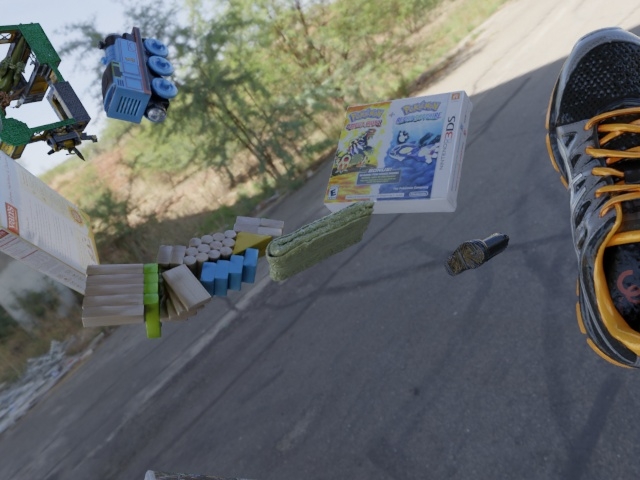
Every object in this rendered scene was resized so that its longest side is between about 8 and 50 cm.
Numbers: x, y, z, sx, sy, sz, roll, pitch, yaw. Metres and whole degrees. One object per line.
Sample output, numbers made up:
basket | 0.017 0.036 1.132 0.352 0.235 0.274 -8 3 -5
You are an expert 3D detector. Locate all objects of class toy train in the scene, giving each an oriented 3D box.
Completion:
toy train | -0.294 -0.265 0.872 0.080 0.105 0.184 -47 49 40

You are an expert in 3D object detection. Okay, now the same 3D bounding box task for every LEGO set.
LEGO set | -0.652 -0.291 1.158 0.192 0.331 0.255 -30 9 45

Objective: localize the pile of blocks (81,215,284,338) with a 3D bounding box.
pile of blocks | -0.204 0.077 0.897 0.362 0.112 0.149 -22 51 -30

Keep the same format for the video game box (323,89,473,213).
video game box | 0.119 -0.133 0.848 0.205 0.048 0.187 0 64 33

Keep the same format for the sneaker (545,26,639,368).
sneaker | 0.188 -0.027 0.327 0.084 0.214 0.083 -9 -5 21

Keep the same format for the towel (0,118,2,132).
towel | -0.564 -0.174 0.529 0.321 0.375 0.090 -29 -32 -49

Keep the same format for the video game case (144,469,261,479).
video game case | -0.077 0.250 0.522 0.190 0.173 0.022 143 138 -67

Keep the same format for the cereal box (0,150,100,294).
cereal box | -0.464 -0.026 0.912 0.047 0.240 0.173 -28 58 4

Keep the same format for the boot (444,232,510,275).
boot | 0.265 0.015 0.891 0.099 0.045 0.121 -23 -13 -20

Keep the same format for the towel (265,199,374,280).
towel | 0.000 0.000 0.685 0.148 0.027 0.110 -28 -17 -11
